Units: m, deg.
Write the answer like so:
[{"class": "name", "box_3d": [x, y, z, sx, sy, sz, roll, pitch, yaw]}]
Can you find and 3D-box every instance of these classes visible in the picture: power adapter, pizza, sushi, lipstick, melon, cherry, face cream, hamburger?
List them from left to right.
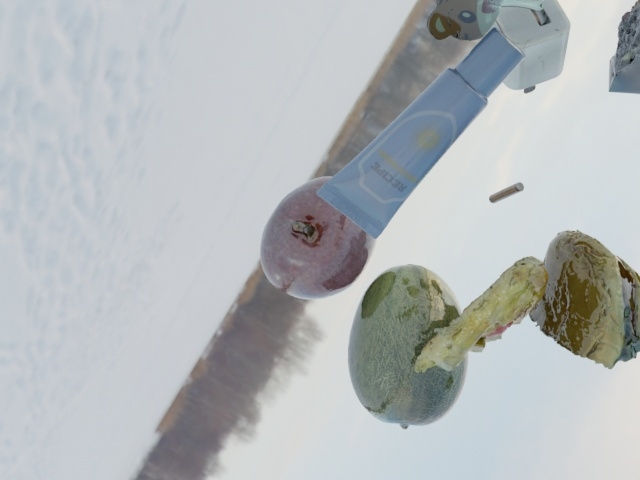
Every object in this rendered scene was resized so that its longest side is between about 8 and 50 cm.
[{"class": "cherry", "box_3d": [0.000, 0.000, 1.891, 0.261, 0.221, 0.307, -52, 175, 1]}, {"class": "melon", "box_3d": [0.175, 0.211, 1.847, 0.248, 0.248, 0.329, 134, -44, -79]}, {"class": "face cream", "box_3d": [0.168, -0.173, 1.475, 0.385, 0.135, 0.086, -47, -158, 17]}, {"class": "pizza", "box_3d": [0.292, 0.159, 1.665, 0.287, 0.075, 0.280, -38, 160, -3]}, {"class": "lipstick", "box_3d": [0.342, -0.087, 1.695, 0.019, 0.019, 0.094, -60, -168, -21]}, {"class": "power adapter", "box_3d": [0.397, -0.367, 1.779, 0.125, 0.130, 0.205, -20, 154, -2]}, {"class": "hamburger", "box_3d": [0.514, 0.096, 1.768, 0.309, 0.132, 0.211, -124, -143, -58]}, {"class": "sushi", "box_3d": [0.769, -0.455, 2.033, 0.227, 0.215, 0.212, 74, 21, -69]}]

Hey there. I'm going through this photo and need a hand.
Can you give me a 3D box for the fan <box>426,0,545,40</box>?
[{"class": "fan", "box_3d": [0.276, -0.391, 1.491, 0.008, 0.226, 0.153, 37, -59, 56]}]
